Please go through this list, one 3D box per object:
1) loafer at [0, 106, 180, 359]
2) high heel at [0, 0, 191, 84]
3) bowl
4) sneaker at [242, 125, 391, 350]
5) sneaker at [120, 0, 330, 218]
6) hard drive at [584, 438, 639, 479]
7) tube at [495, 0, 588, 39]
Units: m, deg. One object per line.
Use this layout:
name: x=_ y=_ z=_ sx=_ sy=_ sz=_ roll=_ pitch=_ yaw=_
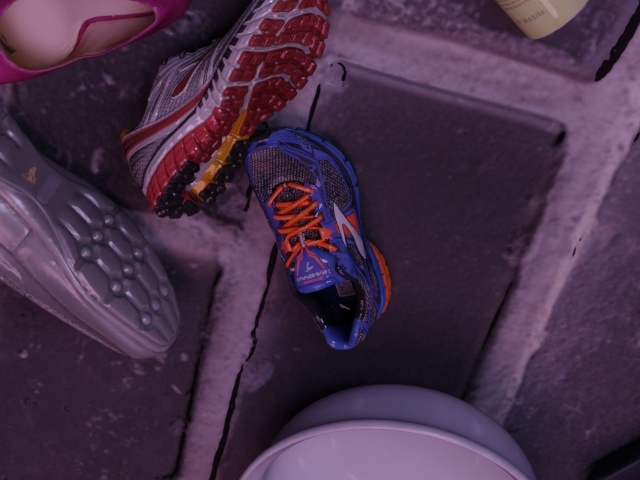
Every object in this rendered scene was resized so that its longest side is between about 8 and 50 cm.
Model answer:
loafer: x=-0.253 y=-0.011 z=1.159 sx=0.319 sy=0.112 sz=0.111 roll=46 pitch=128 yaw=-14
high heel: x=-0.196 y=-0.156 z=1.020 sx=0.244 sy=0.117 sz=0.082 roll=-17 pitch=122 yaw=23
bowl: x=0.074 y=0.230 z=1.256 sx=0.298 sy=0.134 sz=0.298 roll=6 pitch=129 yaw=7
sneaker: x=0.000 y=0.000 z=1.122 sx=0.083 sy=0.087 sz=0.221 roll=-17 pitch=122 yaw=22
sneaker: x=-0.081 y=-0.126 z=1.038 sx=0.225 sy=0.088 sz=0.092 roll=-49 pitch=62 yaw=19
hard drive: x=0.383 y=0.261 z=1.268 sx=0.255 sy=0.054 sz=0.172 roll=39 pitch=124 yaw=-18
tube: x=0.092 y=-0.242 z=0.935 sx=0.070 sy=0.062 sz=0.240 roll=-40 pitch=110 yaw=12
